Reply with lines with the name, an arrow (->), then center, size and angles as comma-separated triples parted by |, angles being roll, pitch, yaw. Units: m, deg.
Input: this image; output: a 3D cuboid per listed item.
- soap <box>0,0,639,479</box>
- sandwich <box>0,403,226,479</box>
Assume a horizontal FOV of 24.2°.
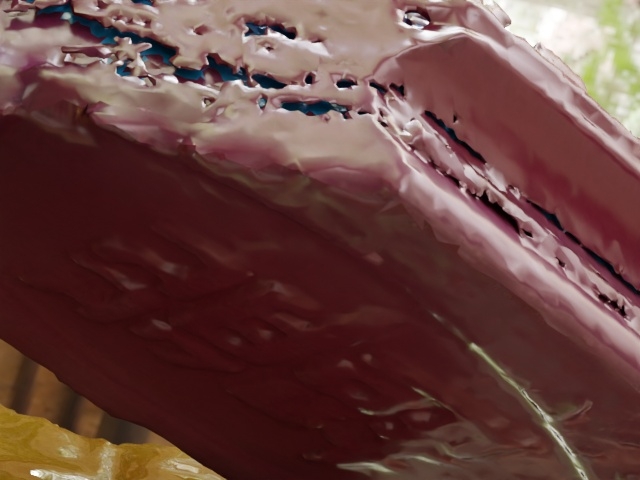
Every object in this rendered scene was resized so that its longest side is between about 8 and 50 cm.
soap -> 0.000, 0.000, 0.436 | 0.162, 0.250, 0.099 | -29, 35, 43
sandwich -> -0.117, 0.150, 0.465 | 0.198, 0.227, 0.155 | -144, 64, -63
